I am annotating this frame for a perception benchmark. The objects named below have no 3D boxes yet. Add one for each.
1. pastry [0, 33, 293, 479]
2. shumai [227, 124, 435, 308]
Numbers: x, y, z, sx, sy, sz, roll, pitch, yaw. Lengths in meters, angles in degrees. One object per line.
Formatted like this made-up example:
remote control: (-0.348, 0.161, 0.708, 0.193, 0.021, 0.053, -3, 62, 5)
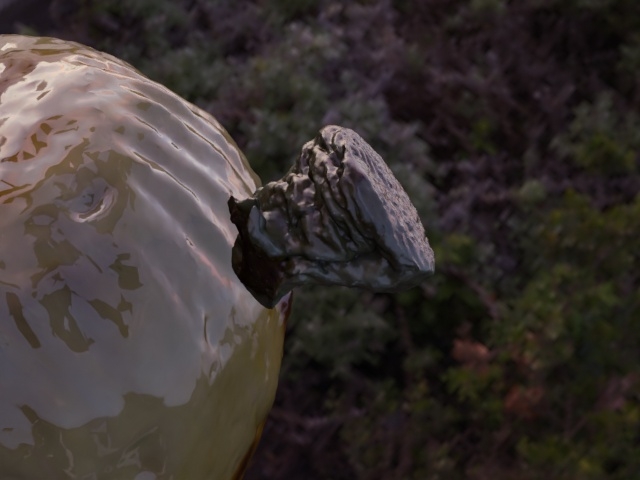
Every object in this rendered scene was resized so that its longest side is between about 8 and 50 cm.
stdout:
pastry: (-0.197, 0.059, 1.024, 0.388, 0.388, 0.312, -94, 162, -53)
shumai: (0.000, 0.000, 0.737, 0.083, 0.080, 0.082, 56, 16, 6)
